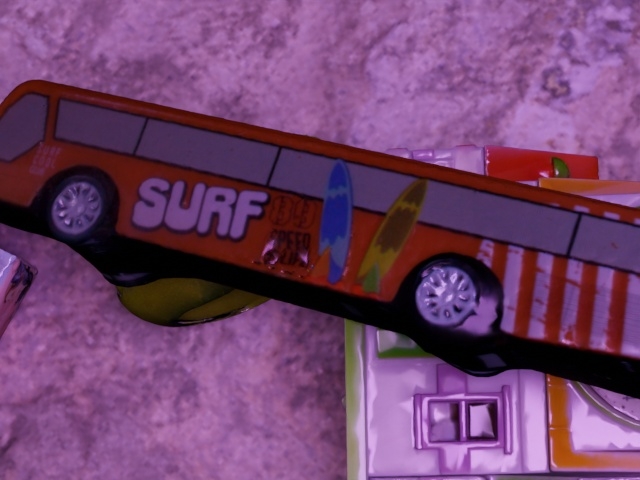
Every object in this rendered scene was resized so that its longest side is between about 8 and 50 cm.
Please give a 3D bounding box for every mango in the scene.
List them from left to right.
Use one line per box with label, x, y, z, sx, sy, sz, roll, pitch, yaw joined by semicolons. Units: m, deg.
mango;-0.053;-0.004;0.977;0.165;0.074;0.091;-31;73;11

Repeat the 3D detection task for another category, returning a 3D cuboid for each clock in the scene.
clock;0.171;0.062;0.897;0.309;0.166;0.235;-3;79;7

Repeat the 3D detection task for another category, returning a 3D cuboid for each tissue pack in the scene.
tissue pack;-0.225;0.043;0.976;0.058;0.074;0.094;28;84;8

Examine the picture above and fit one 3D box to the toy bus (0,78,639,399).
toy bus;0.000;0.000;0.824;0.408;0.093;0.092;14;77;22
